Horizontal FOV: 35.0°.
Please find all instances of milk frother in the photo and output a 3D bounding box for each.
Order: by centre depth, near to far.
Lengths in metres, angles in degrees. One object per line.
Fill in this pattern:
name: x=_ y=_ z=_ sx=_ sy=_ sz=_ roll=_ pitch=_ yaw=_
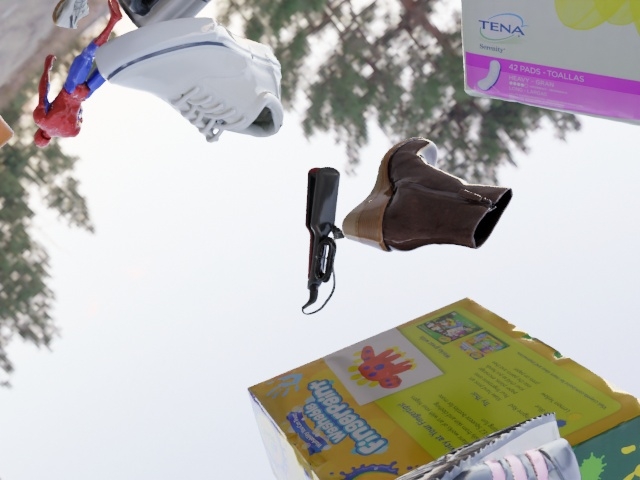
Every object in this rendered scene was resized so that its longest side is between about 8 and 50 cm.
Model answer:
milk frother: x=-0.192 y=-0.336 z=1.216 sx=0.135 sy=0.129 sz=0.143 roll=-39 pitch=-118 yaw=15

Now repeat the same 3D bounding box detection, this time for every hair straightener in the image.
hair straightener: x=0.000 y=0.000 z=1.545 sx=0.089 sy=0.047 sz=0.230 roll=180 pitch=-80 yaw=-68

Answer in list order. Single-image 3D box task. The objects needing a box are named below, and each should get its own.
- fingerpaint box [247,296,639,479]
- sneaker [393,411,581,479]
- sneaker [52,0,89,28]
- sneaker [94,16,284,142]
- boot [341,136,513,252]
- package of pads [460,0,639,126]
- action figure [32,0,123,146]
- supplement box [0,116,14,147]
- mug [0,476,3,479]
fingerpaint box: x=0.153 y=0.267 z=1.310 sx=0.371 sy=0.163 sz=0.445 roll=-21 pitch=-160 yaw=-16
sneaker: x=0.112 y=0.218 z=0.726 sx=0.112 sy=0.131 sz=0.319 roll=-32 pitch=165 yaw=38
sneaker: x=-0.307 y=-0.305 z=1.290 sx=0.083 sy=0.037 sz=0.032 roll=-46 pitch=-130 yaw=29
sneaker: x=-0.100 y=-0.139 z=0.925 sx=0.094 sy=0.091 sz=0.258 roll=-23 pitch=173 yaw=28
boot: x=0.167 y=-0.062 z=1.378 sx=0.207 sy=0.090 sz=0.248 roll=3 pitch=-144 yaw=33
package of pads: x=0.280 y=-0.242 z=1.013 sx=0.296 sy=0.229 sz=0.101 roll=16 pitch=-141 yaw=32
action figure: x=-0.372 y=-0.267 z=1.580 sx=0.280 sy=0.091 sz=0.139 roll=-47 pitch=-139 yaw=25
supplement box: x=-0.479 y=-0.082 z=1.191 sx=0.080 sy=0.078 sz=0.233 roll=23 pitch=-117 yaw=41
mug: x=-0.381 y=0.358 z=1.160 sx=0.150 sy=0.169 sz=0.113 roll=-7 pitch=137 yaw=-55
